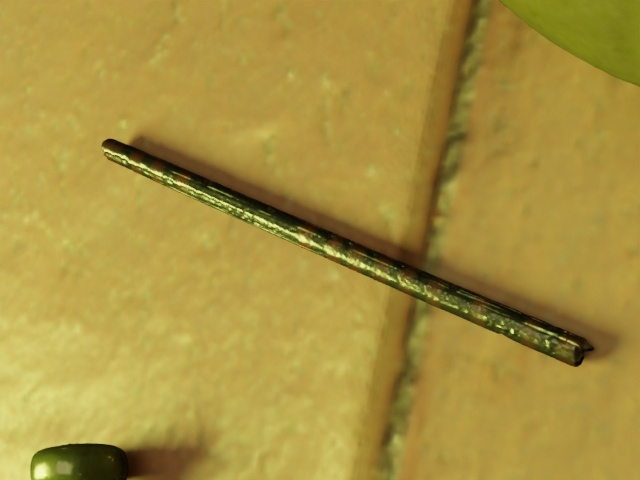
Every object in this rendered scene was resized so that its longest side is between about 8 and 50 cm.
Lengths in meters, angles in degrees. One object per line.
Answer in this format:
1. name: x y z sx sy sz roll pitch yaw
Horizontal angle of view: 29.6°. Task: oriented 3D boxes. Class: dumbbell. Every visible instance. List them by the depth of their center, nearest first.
1. dumbbell: -0.110 0.153 0.560 0.046 0.052 0.118 -4 78 -3

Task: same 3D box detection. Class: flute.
1. flute: 0.000 0.000 0.555 0.269 0.014 0.014 24 92 28

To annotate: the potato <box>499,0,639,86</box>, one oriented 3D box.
1. potato: 0.144 -0.171 0.397 0.243 0.221 0.326 -46 69 10
